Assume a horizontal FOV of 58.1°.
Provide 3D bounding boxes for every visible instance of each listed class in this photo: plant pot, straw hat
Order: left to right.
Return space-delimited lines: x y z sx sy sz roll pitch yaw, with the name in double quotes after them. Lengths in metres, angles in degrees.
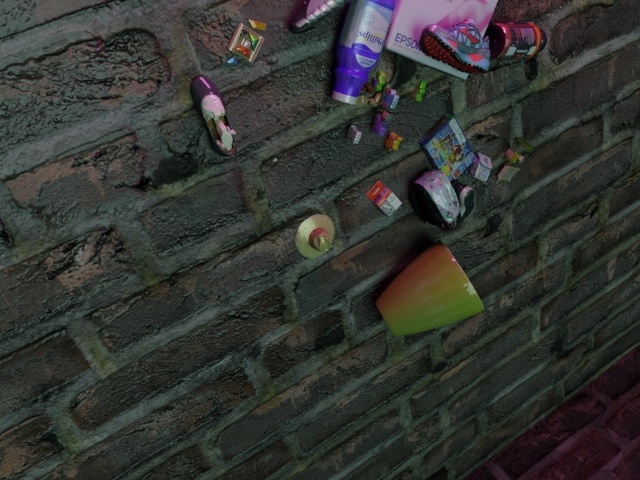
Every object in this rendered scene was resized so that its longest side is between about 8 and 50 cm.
0.000 0.000 1.697 0.144 0.061 0.145 -15 122 -26 "straw hat"
0.342 0.190 1.917 0.293 0.275 0.275 -32 129 5 "plant pot"

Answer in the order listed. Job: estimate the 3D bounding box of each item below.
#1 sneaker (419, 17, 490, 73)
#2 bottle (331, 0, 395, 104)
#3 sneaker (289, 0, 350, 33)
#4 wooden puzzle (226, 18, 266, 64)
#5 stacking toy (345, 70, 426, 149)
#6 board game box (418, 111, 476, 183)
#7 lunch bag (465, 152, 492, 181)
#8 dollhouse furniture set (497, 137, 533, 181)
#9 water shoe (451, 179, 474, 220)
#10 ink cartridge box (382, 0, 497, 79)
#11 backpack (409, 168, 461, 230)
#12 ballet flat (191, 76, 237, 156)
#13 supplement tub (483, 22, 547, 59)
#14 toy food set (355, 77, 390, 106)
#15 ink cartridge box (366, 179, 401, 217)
0.364 -0.542 1.555 0.261 0.104 0.125 10 93 -42 "sneaker"
0.098 -0.495 1.476 0.118 0.092 0.283 5 112 -36 "bottle"
-0.001 -0.605 1.375 0.228 0.086 0.132 -32 97 10 "sneaker"
-0.175 -0.467 1.363 0.078 0.014 0.117 12 108 -37 "wooden puzzle"
0.181 -0.359 1.610 0.166 0.052 0.221 2 125 -35 "stacking toy"
0.406 -0.286 1.829 0.136 0.035 0.201 -45 130 -4 "board game box"
0.533 -0.245 1.924 0.071 0.053 0.083 16 96 -39 "lunch bag"
0.667 -0.280 2.013 0.076 0.059 0.152 1 133 -42 "dollhouse furniture set"
0.467 -0.135 1.931 0.073 0.080 0.203 -41 155 -14 "water shoe"
0.337 -0.643 1.573 0.323 0.071 0.330 6 112 -35 "ink cartridge box"
0.363 -0.133 1.826 0.115 0.152 0.182 -40 117 -16 "backpack"
-0.246 -0.289 1.375 0.074 0.074 0.203 -28 126 -18 "ballet flat"
0.590 -0.600 1.736 0.197 0.106 0.106 -11 120 -28 "supplement tub"
0.133 -0.411 1.594 0.122 0.019 0.078 0 114 -29 "toy food set"
0.196 -0.128 1.779 0.063 0.029 0.115 -49 131 -1 "ink cartridge box"
